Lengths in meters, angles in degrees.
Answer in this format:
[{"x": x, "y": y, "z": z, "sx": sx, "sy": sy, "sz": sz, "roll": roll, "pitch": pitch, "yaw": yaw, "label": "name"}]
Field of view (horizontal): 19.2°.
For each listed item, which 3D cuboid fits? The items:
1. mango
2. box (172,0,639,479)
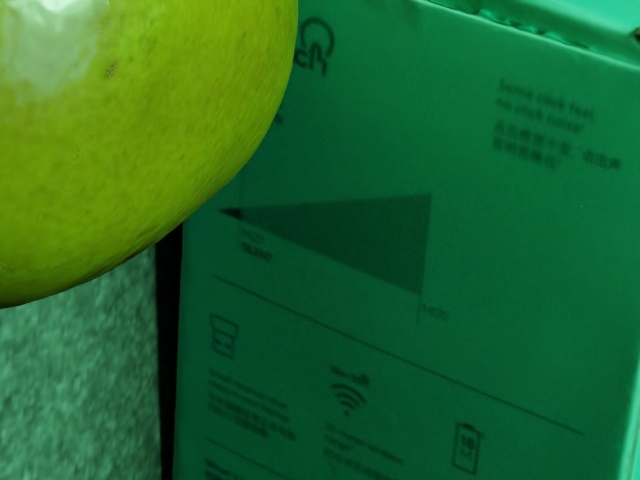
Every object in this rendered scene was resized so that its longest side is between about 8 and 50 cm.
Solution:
[{"x": -0.076, "y": -0.060, "z": 0.522, "sx": 0.221, "sy": 0.120, "sz": 0.151, "roll": -24, "pitch": 136, "yaw": -60, "label": "mango"}, {"x": 0.057, "y": 0.030, "z": 0.715, "sx": 0.118, "sy": 0.205, "sz": 0.311, "roll": -32, "pitch": 134, "yaw": -48, "label": "box"}]
